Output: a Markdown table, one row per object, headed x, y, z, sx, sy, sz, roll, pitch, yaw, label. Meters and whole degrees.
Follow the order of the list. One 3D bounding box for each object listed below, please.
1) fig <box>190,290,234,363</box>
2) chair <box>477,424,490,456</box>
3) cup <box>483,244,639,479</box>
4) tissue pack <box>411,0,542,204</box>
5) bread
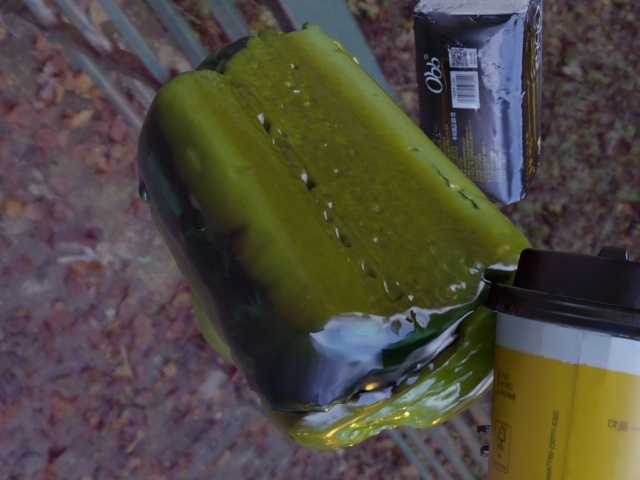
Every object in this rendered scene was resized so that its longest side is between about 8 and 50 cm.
| x | y | z | sx | sy | sz | roll | pitch | yaw | label |
| --- | --- | --- | --- | --- | --- | --- | --- | --- | --- |
| -0.038 | 0.067 | 1.437 | 0.233 | 0.314 | 0.233 | 6 | 81 | -36 | fig |
| 0.277 | 0.170 | 1.126 | 0.106 | 0.229 | 0.113 | 68 | 21 | -65 | chair |
| 0.193 | 0.147 | 0.703 | 0.196 | 0.196 | 0.279 | 10 | 88 | -48 | cup |
| 0.276 | -0.267 | 1.877 | 0.198 | 0.210 | 0.370 | -53 | 145 | -49 | tissue pack |
| 0.000 | 0.000 | 0.889 | 0.251 | 0.376 | 0.208 | -19 | 137 | -23 | bread |
